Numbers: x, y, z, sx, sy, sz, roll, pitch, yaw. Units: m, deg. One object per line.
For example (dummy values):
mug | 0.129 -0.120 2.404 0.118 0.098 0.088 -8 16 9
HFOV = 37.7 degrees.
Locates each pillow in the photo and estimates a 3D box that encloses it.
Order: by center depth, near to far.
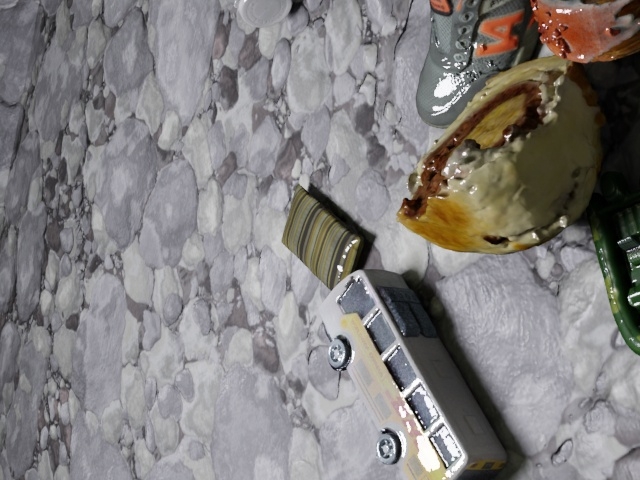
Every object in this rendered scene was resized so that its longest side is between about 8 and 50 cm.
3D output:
pillow | 0.000 0.000 1.486 0.203 0.038 0.113 44 123 48

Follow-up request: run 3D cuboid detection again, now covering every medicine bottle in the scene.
medicine bottle | -0.121 -0.477 1.628 0.135 0.135 0.215 -48 49 39

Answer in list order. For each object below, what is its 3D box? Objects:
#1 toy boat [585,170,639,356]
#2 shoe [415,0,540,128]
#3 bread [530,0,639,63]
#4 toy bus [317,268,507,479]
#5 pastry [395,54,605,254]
toy boat | 0.342 0.023 1.000 0.104 0.052 0.210 -28 62 46
shoe | 0.183 -0.287 1.155 0.337 0.170 0.132 -61 43 29
bread | 0.304 -0.262 0.999 0.160 0.073 0.161 -17 41 15
toy bus | 0.112 0.188 1.257 0.138 0.097 0.343 -54 46 32
pastry | 0.222 -0.081 1.080 0.237 0.170 0.256 -49 9 -20
